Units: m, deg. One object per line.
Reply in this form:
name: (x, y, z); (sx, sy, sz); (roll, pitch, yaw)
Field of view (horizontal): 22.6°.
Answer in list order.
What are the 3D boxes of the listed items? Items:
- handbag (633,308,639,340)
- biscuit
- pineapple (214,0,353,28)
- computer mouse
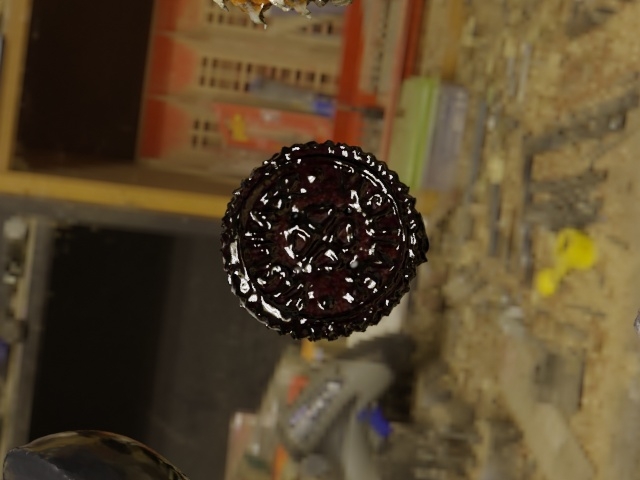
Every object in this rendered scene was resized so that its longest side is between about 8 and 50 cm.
handbag: (0.407, 0.095, 1.305); (0.193, 0.251, 0.190); (69, 157, 16)
biscuit: (0.000, 0.000, 1.450); (0.053, 0.195, 0.194); (71, -159, -73)
pineapple: (0.023, -0.359, 1.736); (0.209, 0.286, 0.344); (8, 59, 43)
computer mouse: (-0.126, 0.211, 1.044); (0.170, 0.100, 0.269); (44, 146, 17)
